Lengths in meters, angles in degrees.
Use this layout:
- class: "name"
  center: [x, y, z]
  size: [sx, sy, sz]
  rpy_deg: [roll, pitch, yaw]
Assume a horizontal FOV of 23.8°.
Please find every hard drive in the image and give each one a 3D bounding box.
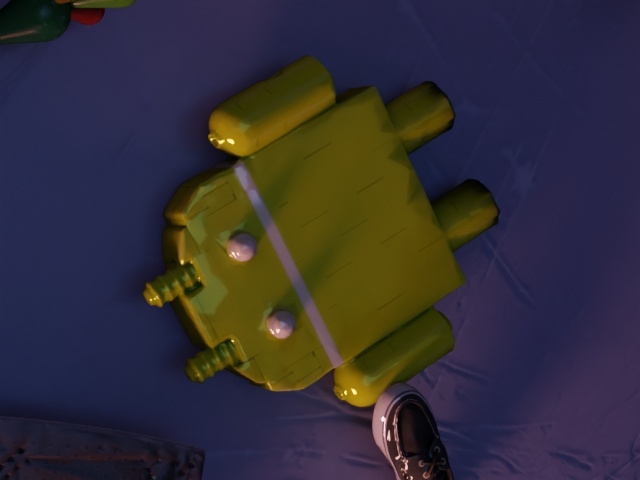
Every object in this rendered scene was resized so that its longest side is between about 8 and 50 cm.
- class: "hard drive"
  center: [-0.211, 0.199, 1.000]
  size: [0.255, 0.054, 0.172]
  rpy_deg: [9, 89, -24]

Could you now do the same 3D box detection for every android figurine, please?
- class: "android figurine"
  center: [0.000, 0.000, 1.091]
  size: [0.273, 0.056, 0.248]
  rpy_deg: [-30, 105, -23]

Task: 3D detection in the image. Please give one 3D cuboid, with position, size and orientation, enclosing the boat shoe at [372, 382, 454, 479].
- class: "boat shoe"
  center: [0.077, 0.166, 1.117]
  size: [0.049, 0.040, 0.142]
  rpy_deg: [-31, 125, -22]

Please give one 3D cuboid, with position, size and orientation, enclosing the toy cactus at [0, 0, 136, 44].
- class: "toy cactus"
  center: [-0.232, -0.160, 0.964]
  size: [0.219, 0.112, 0.180]
  rpy_deg: [11, 106, -27]
